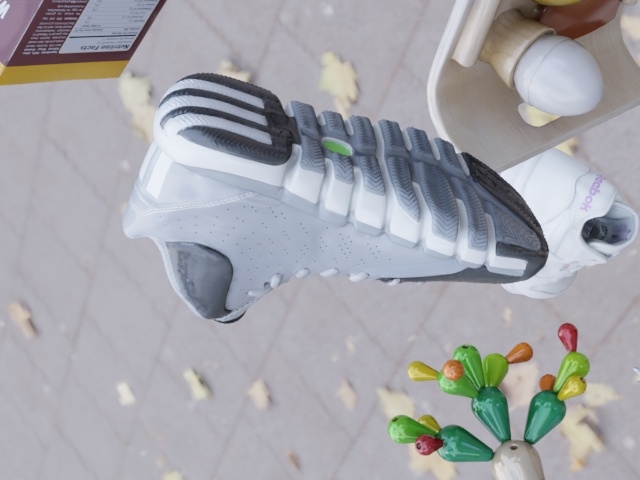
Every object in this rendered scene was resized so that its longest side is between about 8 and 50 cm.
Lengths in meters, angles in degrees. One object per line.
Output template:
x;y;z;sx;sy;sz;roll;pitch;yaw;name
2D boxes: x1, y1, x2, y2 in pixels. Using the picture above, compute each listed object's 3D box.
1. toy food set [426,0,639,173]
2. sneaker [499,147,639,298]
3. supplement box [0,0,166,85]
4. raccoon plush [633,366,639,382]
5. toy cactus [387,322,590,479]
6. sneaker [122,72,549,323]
0.200;-0.190;0.840;0.092;0.219;0.306;43;135;24;toy food set
0.269;0.002;1.485;0.152;0.114;0.305;23;165;22;sneaker
-0.200;-0.247;0.978;0.191;0.129;0.194;49;122;18;supplement box
0.345;0.177;1.233;0.299;0.216;0.446;47;153;-11;raccoon plush
0.184;0.181;1.344;0.112;0.219;0.181;125;125;-66;toy cactus
0.000;0.000;0.736;0.132;0.228;0.086;-57;23;34;sneaker
